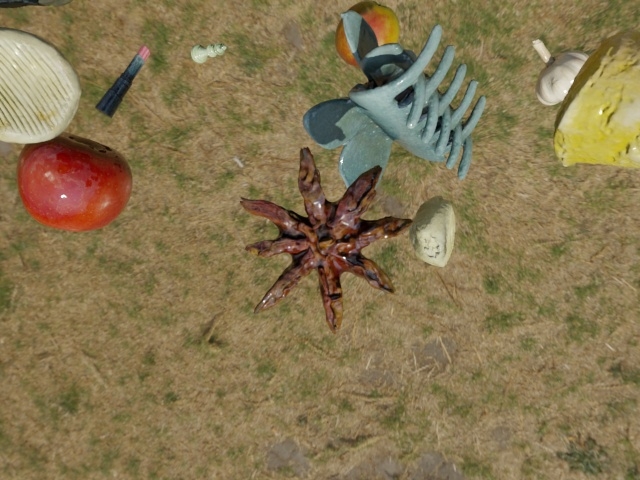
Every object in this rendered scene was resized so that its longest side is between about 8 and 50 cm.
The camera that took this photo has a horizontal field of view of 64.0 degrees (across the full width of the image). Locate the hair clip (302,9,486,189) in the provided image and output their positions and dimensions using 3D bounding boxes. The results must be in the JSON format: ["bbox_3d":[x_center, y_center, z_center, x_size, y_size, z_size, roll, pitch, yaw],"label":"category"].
[{"bbox_3d":[0.167,-0.274,1.043,0.238,0.318,0.392,18,82,39],"label":"hair clip"}]

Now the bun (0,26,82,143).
[{"bbox_3d":[-0.481,-0.240,0.809,0.183,0.102,0.184,-8,104,-33],"label":"bun"}]

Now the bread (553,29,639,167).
[{"bbox_3d":[0.430,-0.184,0.711,0.170,0.197,0.197,28,107,40],"label":"bread"}]

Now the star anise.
[{"bbox_3d":[-0.001,0.000,0.768,0.288,0.088,0.288,0,92,2],"label":"star anise"}]

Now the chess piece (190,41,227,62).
[{"bbox_3d":[-0.357,-0.621,1.677,0.149,0.059,0.059,4,102,37],"label":"chess piece"}]

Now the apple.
[{"bbox_3d":[-0.599,-0.143,1.256,0.260,0.260,0.217,21,103,6],"label":"apple"}]

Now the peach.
[{"bbox_3d":[0.159,-0.704,1.762,0.230,0.231,0.231,2,100,10],"label":"peach"}]

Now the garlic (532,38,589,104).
[{"bbox_3d":[0.780,-0.581,1.729,0.226,0.199,0.199,39,105,-13],"label":"garlic"}]

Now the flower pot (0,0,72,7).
[{"bbox_3d":[-0.481,-0.517,0.759,0.301,0.302,0.213,-11,71,12],"label":"flower pot"}]

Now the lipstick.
[{"bbox_3d":[-0.575,-0.472,1.503,0.053,0.053,0.234,29,84,4],"label":"lipstick"}]

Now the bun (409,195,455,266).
[{"bbox_3d":[0.340,-0.031,1.571,0.134,0.220,0.221,5,101,21],"label":"bun"}]

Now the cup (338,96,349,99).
[{"bbox_3d":[0.075,-0.406,1.624,0.074,0.083,0.054,-22,137,8],"label":"cup"}]
